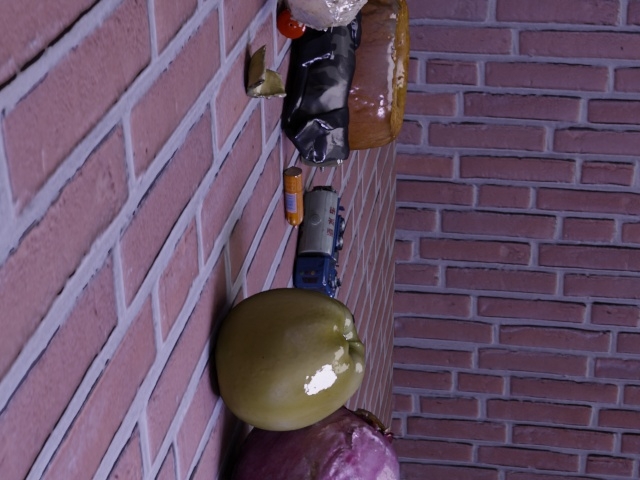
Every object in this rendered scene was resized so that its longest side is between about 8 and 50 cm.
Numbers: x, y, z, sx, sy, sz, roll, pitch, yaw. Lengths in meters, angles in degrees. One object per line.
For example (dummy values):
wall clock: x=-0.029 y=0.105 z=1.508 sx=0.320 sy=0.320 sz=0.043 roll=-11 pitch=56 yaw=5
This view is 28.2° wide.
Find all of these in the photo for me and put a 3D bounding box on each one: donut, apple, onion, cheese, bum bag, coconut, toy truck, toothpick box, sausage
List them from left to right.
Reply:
cheese: x=-0.076 y=-0.219 z=1.721 sx=0.084 sy=0.041 sz=0.060 roll=39 pitch=45 yaw=-61
onion: x=-0.059 y=0.351 z=1.719 sx=0.348 sy=0.159 sz=0.267 roll=-51 pitch=-162 yaw=-9
apple: x=-0.044 y=0.149 z=1.634 sx=0.200 sy=0.200 sz=0.200 roll=3 pitch=90 yaw=-82
sausage: x=-0.043 y=-0.066 z=2.048 sx=0.031 sy=0.031 sz=0.107 roll=-75 pitch=167 yaw=-55
toothpick box: x=-0.037 y=-0.338 z=1.920 sx=0.083 sy=0.047 sz=0.047 roll=-70 pitch=162 yaw=-62
toy truck: x=0.000 y=0.000 z=2.223 sx=0.088 sy=0.074 sz=0.201 roll=66 pitch=27 yaw=-62
bum bag: x=0.007 y=-0.283 z=2.058 sx=0.144 sy=0.095 sz=0.340 roll=25 pitch=63 yaw=-49
coconut: x=0.012 y=-0.407 z=1.791 sx=0.194 sy=0.194 sz=0.194 roll=3 pitch=90 yaw=-82
donut: x=0.082 y=-0.325 z=2.406 sx=0.299 sy=0.150 sz=0.317 roll=-71 pitch=163 yaw=-52

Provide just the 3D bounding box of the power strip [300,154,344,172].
power strip: x=0.003 y=-0.192 z=2.153 sx=0.028 sy=0.076 sz=0.169 roll=-74 pitch=165 yaw=-65

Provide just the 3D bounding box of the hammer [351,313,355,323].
hammer: x=0.039 y=0.201 z=2.699 sx=0.290 sy=0.037 sz=0.137 roll=-35 pitch=127 yaw=-79
